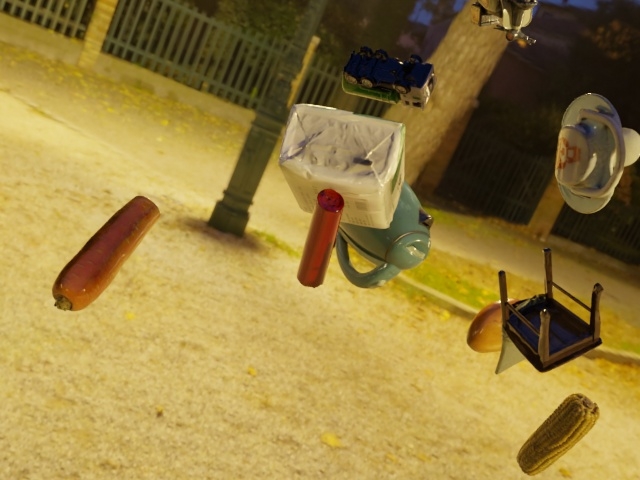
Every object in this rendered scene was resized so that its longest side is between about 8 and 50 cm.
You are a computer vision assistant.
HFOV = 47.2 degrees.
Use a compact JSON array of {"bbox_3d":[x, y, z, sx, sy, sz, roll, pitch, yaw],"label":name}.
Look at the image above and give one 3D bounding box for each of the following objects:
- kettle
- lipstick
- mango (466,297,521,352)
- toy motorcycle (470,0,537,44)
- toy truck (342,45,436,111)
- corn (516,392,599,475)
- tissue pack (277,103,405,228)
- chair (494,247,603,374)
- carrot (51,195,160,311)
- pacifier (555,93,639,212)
[{"bbox_3d":[0.176,-0.019,2.178,0.247,0.319,0.342,29,20,-41],"label":"kettle"},{"bbox_3d":[0.000,0.001,1.694,0.073,0.280,0.073,7,48,-8],"label":"lipstick"},{"bbox_3d":[0.495,0.239,2.010,0.219,0.145,0.112,-19,16,-20],"label":"mango"},{"bbox_3d":[0.469,-0.599,1.859,0.091,0.157,0.263,-14,31,-11],"label":"toy motorcycle"},{"bbox_3d":[0.164,-0.400,1.830,0.242,0.101,0.125,17,-23,24],"label":"toy truck"},{"bbox_3d":[0.489,0.409,1.524,0.080,0.231,0.080,24,30,-15],"label":"corn"},{"bbox_3d":[0.061,-0.172,1.768,0.266,0.194,0.356,13,-12,9],"label":"tissue pack"},{"bbox_3d":[0.467,0.197,1.529,0.160,0.319,0.186,-23,38,-16],"label":"chair"},{"bbox_3d":[-0.315,0.018,1.074,0.067,0.067,0.225,25,46,4],"label":"carrot"},{"bbox_3d":[0.665,-0.201,1.708,0.207,0.279,0.227,-7,20,-23],"label":"pacifier"}]
